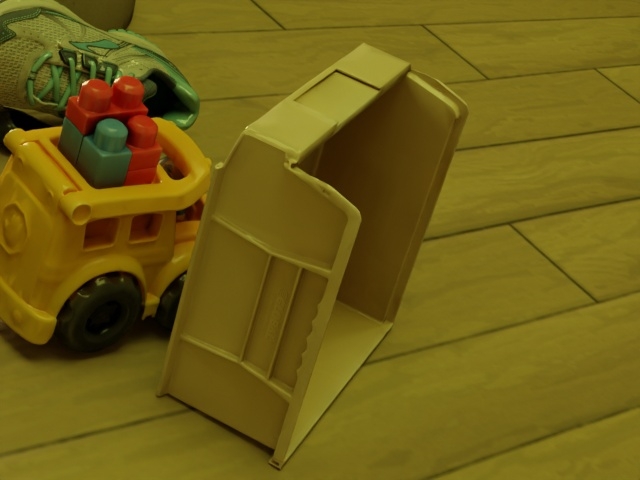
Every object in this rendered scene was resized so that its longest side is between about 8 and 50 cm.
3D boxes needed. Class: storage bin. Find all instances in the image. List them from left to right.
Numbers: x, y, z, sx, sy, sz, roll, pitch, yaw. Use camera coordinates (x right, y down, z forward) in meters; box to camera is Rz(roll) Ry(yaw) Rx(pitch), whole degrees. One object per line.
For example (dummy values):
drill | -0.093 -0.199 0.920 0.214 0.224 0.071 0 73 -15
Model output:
storage bin | 0.000 0.000 1.192 0.123 0.260 0.262 25 31 13

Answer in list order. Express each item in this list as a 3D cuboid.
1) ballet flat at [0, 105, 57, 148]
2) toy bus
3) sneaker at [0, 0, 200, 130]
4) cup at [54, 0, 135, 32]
ballet flat | -0.256 -0.101 1.387 0.173 0.049 0.057 22 30 -1
toy bus | -0.163 -0.037 1.190 0.220 0.211 0.149 -8 40 -43
sneaker | -0.225 -0.161 1.396 0.122 0.110 0.283 36 21 31
cup | -0.344 -0.405 1.627 0.331 0.237 0.331 16 30 -10
